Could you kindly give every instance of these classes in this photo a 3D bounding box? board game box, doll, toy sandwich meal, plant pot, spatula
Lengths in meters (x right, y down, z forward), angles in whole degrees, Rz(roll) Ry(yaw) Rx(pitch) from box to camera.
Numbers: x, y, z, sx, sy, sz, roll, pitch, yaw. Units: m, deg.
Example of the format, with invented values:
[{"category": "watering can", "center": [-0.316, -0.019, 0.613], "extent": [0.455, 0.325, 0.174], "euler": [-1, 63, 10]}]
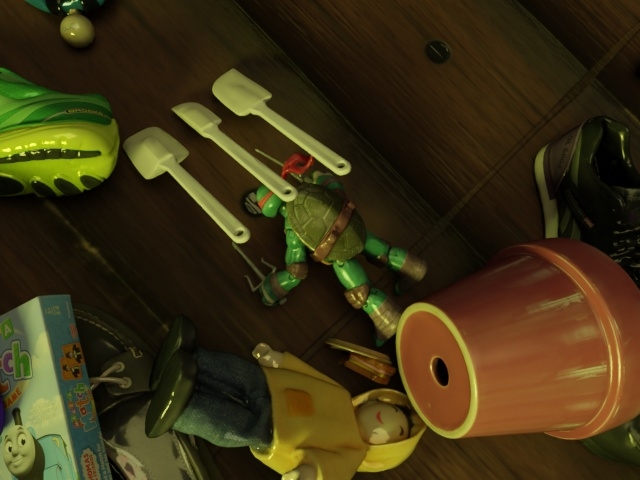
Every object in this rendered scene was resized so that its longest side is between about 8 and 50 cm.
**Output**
[{"category": "board game box", "center": [-0.261, 0.173, 0.512], "extent": [0.160, 0.039, 0.211], "euler": [-24, 76, 25]}, {"category": "doll", "center": [-0.299, -0.315, 0.678], "extent": [0.129, 0.046, 0.189], "euler": [-14, 90, 3]}, {"category": "toy sandwich meal", "center": [0.039, 0.127, 0.616], "extent": [0.086, 0.085, 0.029], "euler": [19, 79, -6]}, {"category": "plant pot", "center": [0.184, 0.106, 0.577], "extent": [0.180, 0.201, 0.201], "euler": [-9, 76, -23]}, {"category": "spatula", "center": [-0.095, -0.093, 0.616], "extent": [0.168, 0.019, 0.242], "euler": [-35, 53, -17]}]

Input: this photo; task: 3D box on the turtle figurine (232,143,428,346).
[{"category": "turtle figurine", "center": [0.000, 0.000, 0.630], "extent": [0.234, 0.118, 0.175], "euler": [37, 70, -6]}]

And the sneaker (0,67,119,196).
[{"category": "sneaker", "center": [-0.356, -0.108, 0.600], "extent": [0.295, 0.109, 0.123], "euler": [2, 47, -7]}]

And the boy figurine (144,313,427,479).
[{"category": "boy figurine", "center": [-0.018, 0.170, 0.554], "extent": [0.285, 0.177, 0.092], "euler": [22, 113, -20]}]

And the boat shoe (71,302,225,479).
[{"category": "boat shoe", "center": [-0.164, 0.194, 0.544], "extent": [0.112, 0.095, 0.335], "euler": [-32, 83, -18]}]

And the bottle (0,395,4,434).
[{"category": "bottle", "center": [-0.365, 0.057, 0.489], "extent": [0.118, 0.092, 0.283], "euler": [-26, 71, -10]}]

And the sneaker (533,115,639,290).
[{"category": "sneaker", "center": [0.337, -0.009, 0.693], "extent": [0.107, 0.124, 0.283], "euler": [-7, 76, -13]}]

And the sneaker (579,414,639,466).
[{"category": "sneaker", "center": [0.406, 0.228, 0.639], "extent": [0.286, 0.130, 0.109], "euler": [33, 73, 0]}]
